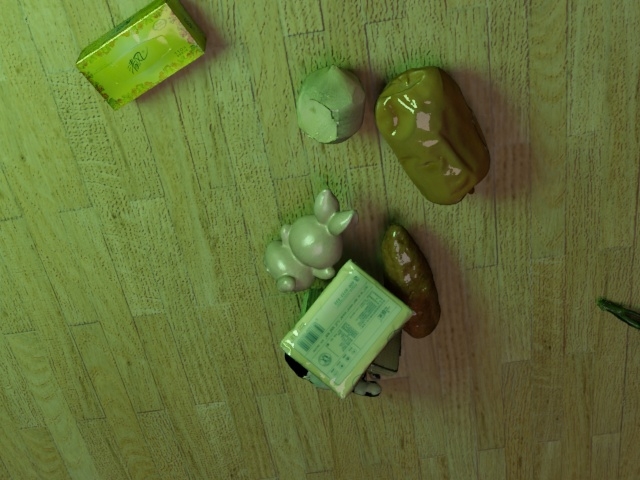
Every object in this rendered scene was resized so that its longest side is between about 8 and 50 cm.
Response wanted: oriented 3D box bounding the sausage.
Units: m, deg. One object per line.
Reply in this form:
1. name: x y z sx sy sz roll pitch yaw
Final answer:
1. sausage: 0.182 -0.161 1.394 0.136 0.120 0.241 -17 125 23

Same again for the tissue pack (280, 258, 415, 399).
1. tissue pack: 0.046 0.152 1.508 0.148 0.092 0.196 40 86 4

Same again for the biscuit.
1. biscuit: 0.056 0.172 1.619 0.199 0.121 0.040 21 140 -16

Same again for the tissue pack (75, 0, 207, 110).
1. tissue pack: -0.269 -0.284 1.321 0.176 0.062 0.095 -29 121 15

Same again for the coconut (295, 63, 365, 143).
1. coconut: 0.016 -0.215 1.353 0.110 0.110 0.124 -4 129 0

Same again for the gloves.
1. gloves: 0.039 0.236 1.669 0.212 0.128 0.111 7 86 -41

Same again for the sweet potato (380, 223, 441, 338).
1. sweet potato: 0.155 0.070 1.571 0.097 0.097 0.251 -16 126 8

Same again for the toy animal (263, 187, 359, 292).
1. toy animal: 0.000 -0.001 1.499 0.124 0.124 0.212 33 122 -23

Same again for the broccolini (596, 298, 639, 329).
1. broccolini: 0.618 0.154 1.693 0.201 0.058 0.074 32 104 -5
